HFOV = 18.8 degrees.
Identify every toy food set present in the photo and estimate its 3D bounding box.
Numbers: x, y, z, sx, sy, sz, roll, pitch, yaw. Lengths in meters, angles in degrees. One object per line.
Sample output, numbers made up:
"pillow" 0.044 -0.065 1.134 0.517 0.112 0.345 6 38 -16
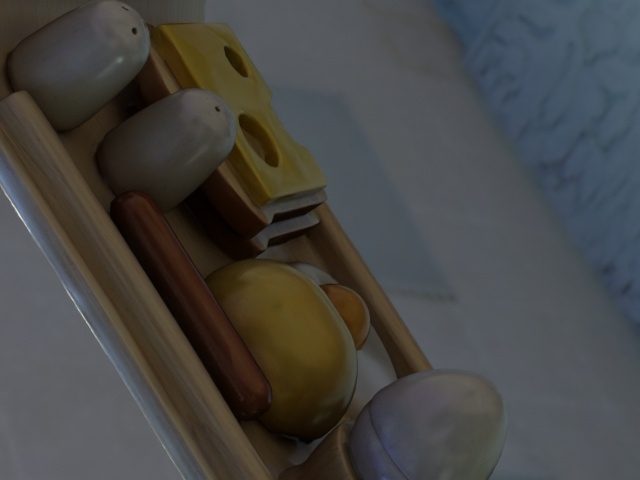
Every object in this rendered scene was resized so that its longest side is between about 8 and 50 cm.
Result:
"toy food set" 0.000 0.000 0.725 0.306 0.092 0.219 58 -159 6
